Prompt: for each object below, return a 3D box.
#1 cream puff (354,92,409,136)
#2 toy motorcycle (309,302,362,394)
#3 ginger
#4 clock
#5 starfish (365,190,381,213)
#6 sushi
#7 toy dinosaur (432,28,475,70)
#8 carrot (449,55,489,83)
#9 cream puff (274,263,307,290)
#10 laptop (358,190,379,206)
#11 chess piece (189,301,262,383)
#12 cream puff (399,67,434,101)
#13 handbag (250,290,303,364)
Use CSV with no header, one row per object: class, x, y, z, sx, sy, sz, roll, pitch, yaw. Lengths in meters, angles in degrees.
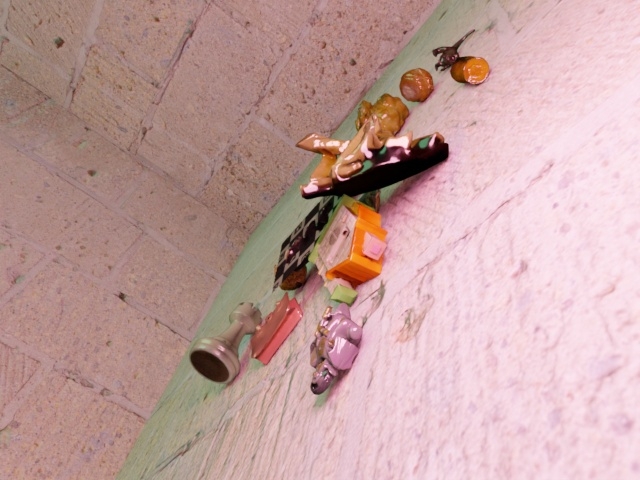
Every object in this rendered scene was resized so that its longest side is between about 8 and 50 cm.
cream puff,0.221,-0.485,1.901,0.282,0.185,0.282,-48,13,15
toy motorcycle,0.035,0.214,0.997,0.152,0.073,0.225,-47,16,26
ginger,0.102,-0.247,1.254,0.413,0.211,0.358,-18,-3,42
clock,0.083,0.027,1.217,0.220,0.106,0.255,-61,21,13
starfish,0.137,-0.071,1.419,0.176,0.053,0.208,-61,10,8
sushi,0.000,0.000,1.542,0.373,0.100,0.296,-47,20,27
toy dinosaur,0.515,-0.692,1.737,0.179,0.087,0.187,-15,41,9
carrot,0.436,-0.505,1.381,0.082,0.082,0.173,-51,12,17
cream puff,-0.106,0.125,1.669,0.119,0.133,0.104,-22,65,10
laptop,0.116,-0.081,1.611,0.269,0.015,0.188,-47,15,32
chess piece,-0.339,0.371,1.770,0.194,0.194,0.299,-44,8,41
cream puff,0.369,-0.594,1.776,0.103,0.126,0.144,-42,17,-18
handbag,-0.149,0.280,1.509,0.212,0.059,0.157,-54,19,6
